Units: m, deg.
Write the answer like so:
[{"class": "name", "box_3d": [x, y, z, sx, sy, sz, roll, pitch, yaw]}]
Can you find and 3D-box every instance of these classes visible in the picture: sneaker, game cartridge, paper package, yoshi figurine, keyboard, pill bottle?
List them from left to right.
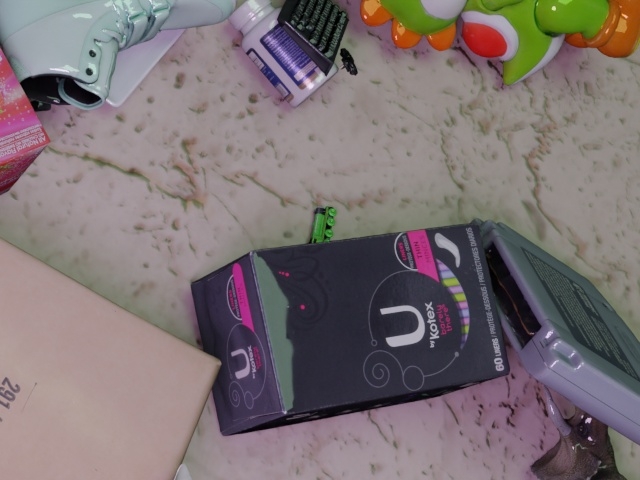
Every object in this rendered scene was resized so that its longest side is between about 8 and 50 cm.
[{"class": "paper package", "box_3d": [-0.291, 0.188, 1.738, 0.309, 0.168, 0.325, 30, 57, -14]}, {"class": "sneaker", "box_3d": [-0.198, -0.194, 1.958, 0.255, 0.094, 0.151, -3, 65, -20]}, {"class": "pill bottle", "box_3d": [-0.042, -0.207, 2.103, 0.120, 0.067, 0.067, 50, 55, -2]}, {"class": "keyboard", "box_3d": [0.005, -0.224, 2.101, 0.108, 0.023, 0.180, 47, 20, -12]}, {"class": "yoshi figurine", "box_3d": [0.190, -0.322, 2.219, 0.362, 0.203, 0.203, 8, 50, -23]}, {"class": "game cartridge", "box_3d": [0.263, 0.098, 2.040, 0.198, 0.062, 0.297, 36, 15, -27]}]

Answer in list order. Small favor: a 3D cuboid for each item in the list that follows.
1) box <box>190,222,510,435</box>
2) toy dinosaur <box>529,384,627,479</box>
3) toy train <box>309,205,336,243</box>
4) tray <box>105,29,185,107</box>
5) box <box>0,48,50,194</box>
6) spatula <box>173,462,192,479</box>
[{"class": "box", "box_3d": [0.030, 0.087, 1.962, 0.270, 0.143, 0.165, -8, 81, -31]}, {"class": "toy dinosaur", "box_3d": [0.291, 0.319, 2.052, 0.160, 0.121, 0.314, 8, 70, -13]}, {"class": "toy train", "box_3d": [0.000, 0.000, 2.069, 0.023, 0.017, 0.083, 14, 63, -11]}, {"class": "tray", "box_3d": [-0.277, -0.264, 2.022, 0.270, 0.030, 0.145, 41, 57, -7]}, {"class": "box", "box_3d": [-0.399, -0.076, 1.815, 0.257, 0.128, 0.123, -25, 83, -35]}, {"class": "spatula", "box_3d": [-0.142, 0.316, 1.736, 0.019, 0.242, 0.168, 13, 57, 12]}]
